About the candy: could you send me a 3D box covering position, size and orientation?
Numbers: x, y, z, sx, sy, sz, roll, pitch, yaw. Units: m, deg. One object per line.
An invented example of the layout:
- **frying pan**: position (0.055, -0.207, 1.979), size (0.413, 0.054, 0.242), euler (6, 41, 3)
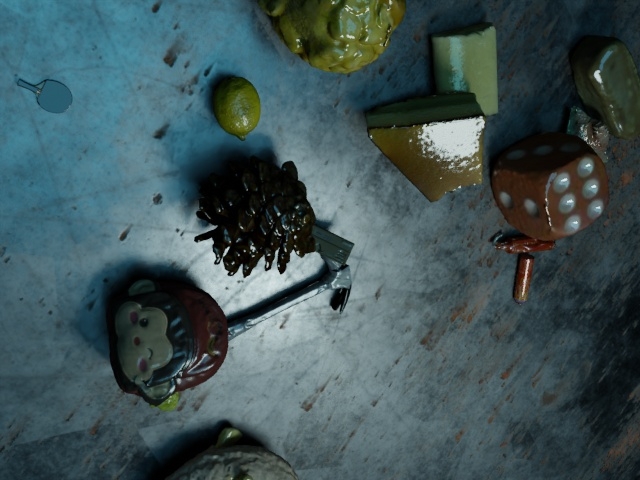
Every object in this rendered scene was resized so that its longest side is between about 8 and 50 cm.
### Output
- **candy**: position (0.623, -0.327, 1.418), size (0.102, 0.104, 0.234), euler (-41, 120, 2)

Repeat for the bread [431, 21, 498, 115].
- **bread**: position (0.287, -0.325, 1.293), size (0.139, 0.060, 0.178), euler (-18, 117, -16)

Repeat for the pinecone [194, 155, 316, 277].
- **pinecone**: position (-0.119, -0.040, 1.158), size (0.201, 0.203, 0.229), euler (-31, 144, 17)

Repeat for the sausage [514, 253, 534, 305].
- **sausage**: position (0.482, 0.097, 1.564), size (0.034, 0.034, 0.130), euler (-6, 112, -22)

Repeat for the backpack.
- **backpack**: position (-0.271, 0.178, 1.194), size (0.229, 0.139, 0.230), euler (2, 79, -12)

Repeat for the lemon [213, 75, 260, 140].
- **lemon**: position (-0.143, -0.227, 1.131), size (0.082, 0.082, 0.111), euler (-13, 108, -19)

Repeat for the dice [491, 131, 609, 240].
- **dice**: position (0.485, -0.113, 1.400), size (0.173, 0.179, 0.175), euler (-28, 121, -12)

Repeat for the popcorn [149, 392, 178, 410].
- **popcorn**: position (-0.298, 0.297, 1.288), size (0.083, 0.059, 0.068), euler (-29, 92, -37)

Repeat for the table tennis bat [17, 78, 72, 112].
- **table tennis bat**: position (-0.435, -0.233, 1.042), size (0.083, 0.007, 0.050), euler (21, 101, -31)

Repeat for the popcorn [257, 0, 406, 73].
- **popcorn**: position (0.015, -0.391, 1.066), size (0.190, 0.250, 0.250), euler (-20, 123, -54)

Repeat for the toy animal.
- **toy animal**: position (-0.157, 0.540, 1.371), size (0.358, 0.188, 0.227), euler (23, 105, -30)

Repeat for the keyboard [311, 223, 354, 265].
- **keyboard**: position (0.000, 0.000, 1.291), size (0.129, 0.015, 0.049), euler (25, 80, -4)

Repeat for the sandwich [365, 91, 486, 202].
- **sandwich**: position (0.199, -0.174, 1.275), size (0.219, 0.108, 0.186), euler (-6, 129, 2)

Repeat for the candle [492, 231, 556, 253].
- **candle**: position (0.467, 0.004, 1.513), size (0.162, 0.053, 0.048), euler (-4, 106, -20)

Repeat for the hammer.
- **hammer**: position (-0.130, 0.147, 1.312), size (0.426, 0.044, 0.152), euler (-23, 119, -13)

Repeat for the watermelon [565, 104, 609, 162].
- **watermelon**: position (0.592, -0.210, 1.464), size (0.155, 0.080, 0.101), euler (37, 81, -51)
